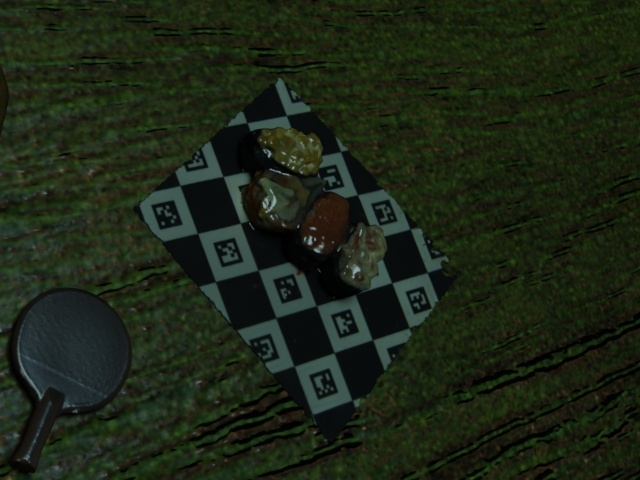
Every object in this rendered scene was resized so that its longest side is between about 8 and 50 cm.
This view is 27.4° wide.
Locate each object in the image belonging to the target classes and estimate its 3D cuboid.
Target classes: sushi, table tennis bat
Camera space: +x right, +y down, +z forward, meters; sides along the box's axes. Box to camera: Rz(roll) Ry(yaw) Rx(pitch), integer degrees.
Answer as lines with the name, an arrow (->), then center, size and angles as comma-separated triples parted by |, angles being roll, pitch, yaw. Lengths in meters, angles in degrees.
sushi -> 0.000, 0.000, 1.278 | 0.290, 0.050, 0.264 | 49, 53, -8
table tennis bat -> -0.192, 0.099, 1.066 | 0.107, 0.119, 0.170 | 31, 55, -19

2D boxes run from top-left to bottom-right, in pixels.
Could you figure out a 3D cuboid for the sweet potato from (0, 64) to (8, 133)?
sweet potato -> -0.312, -0.043, 1.081 | 0.075, 0.075, 0.273 | 20, 65, -26
